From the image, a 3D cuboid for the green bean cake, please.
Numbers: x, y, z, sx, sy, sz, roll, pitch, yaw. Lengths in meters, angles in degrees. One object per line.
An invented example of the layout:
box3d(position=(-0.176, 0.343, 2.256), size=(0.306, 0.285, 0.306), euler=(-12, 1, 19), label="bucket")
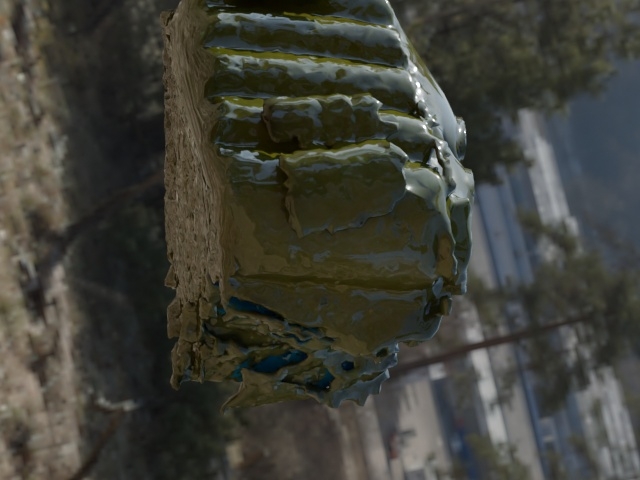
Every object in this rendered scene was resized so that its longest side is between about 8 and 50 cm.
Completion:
box3d(position=(0.000, 0.000, 0.983), size=(0.310, 0.202, 0.285), euler=(100, -16, -44), label="green bean cake")
